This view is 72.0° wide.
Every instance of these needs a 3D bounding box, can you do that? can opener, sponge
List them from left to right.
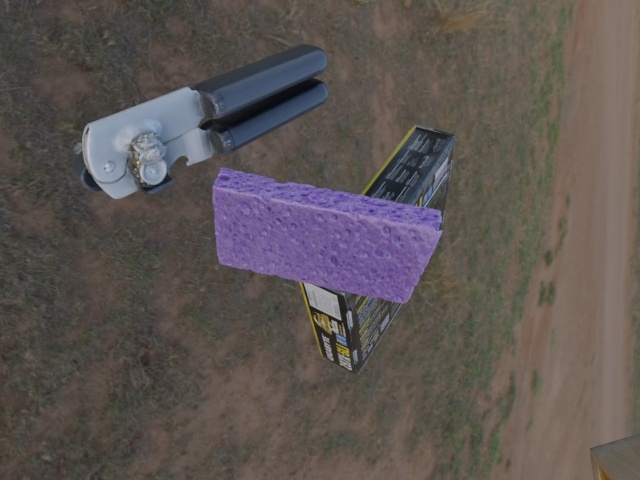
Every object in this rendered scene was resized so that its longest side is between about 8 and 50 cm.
[{"bbox_3d":[-0.107,-0.131,0.439,0.280,0.093,0.074,-34,141,-29],"label":"can opener"},{"bbox_3d":[0.000,0.000,0.437,0.117,0.210,0.031,99,2,-48],"label":"sponge"}]

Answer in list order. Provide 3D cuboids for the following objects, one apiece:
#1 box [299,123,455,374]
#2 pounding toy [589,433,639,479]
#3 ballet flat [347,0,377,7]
[{"bbox_3d":[0.102,0.019,0.694,0.322,0.079,0.257,-52,150,-27],"label":"box"},{"bbox_3d":[0.293,0.227,0.327,0.181,0.094,0.206,-103,176,-74],"label":"pounding toy"},{"bbox_3d":[-0.047,-0.362,0.483,0.348,0.123,0.123,10,87,-36],"label":"ballet flat"}]
